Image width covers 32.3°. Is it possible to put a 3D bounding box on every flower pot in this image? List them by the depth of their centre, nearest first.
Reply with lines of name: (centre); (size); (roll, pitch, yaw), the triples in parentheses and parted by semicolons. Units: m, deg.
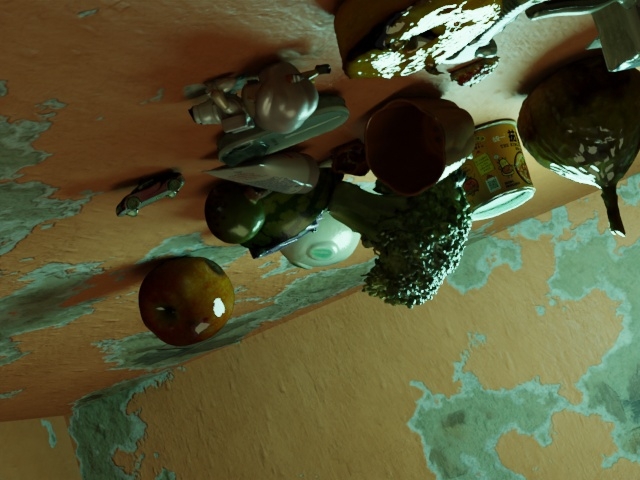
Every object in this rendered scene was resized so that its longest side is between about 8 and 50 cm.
flower pot: (0.204, -0.197, 2.143); (0.191, 0.190, 0.173); (-30, 177, 40)

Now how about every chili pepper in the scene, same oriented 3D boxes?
chili pepper: (0.076, -0.160, 2.333); (0.088, 0.064, 0.169); (-20, 171, 8)

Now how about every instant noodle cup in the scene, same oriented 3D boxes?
instant noodle cup: (0.384, -0.156, 2.545); (0.216, 0.172, 0.216); (-20, 167, -5)

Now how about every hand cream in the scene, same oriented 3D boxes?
hand cream: (-0.104, -0.133, 2.111); (0.133, 0.083, 0.248); (-6, 177, 30)

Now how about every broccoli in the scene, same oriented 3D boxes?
broccoli: (0.181, -0.020, 2.316); (0.338, 0.317, 0.277); (-31, 152, -29)

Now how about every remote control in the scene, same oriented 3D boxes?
remote control: (-0.069, -0.196, 1.968); (0.247, 0.052, 0.104); (-20, 166, 5)

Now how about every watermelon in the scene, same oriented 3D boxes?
watermelon: (-0.094, -0.055, 2.354); (0.303, 0.128, 0.159); (-26, 166, 26)

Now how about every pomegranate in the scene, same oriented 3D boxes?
pomegranate: (-0.168, -0.068, 2.222); (0.129, 0.129, 0.159); (-12, 146, -31)

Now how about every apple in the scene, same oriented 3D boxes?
apple: (-0.321, 0.140, 2.676); (0.230, 0.229, 0.230); (-19, 167, -4)

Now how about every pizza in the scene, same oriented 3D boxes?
pizza: (0.293, -0.308, 2.093); (0.100, 0.029, 0.099); (-20, 168, 3)

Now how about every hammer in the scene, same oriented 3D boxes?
hammer: (0.282, -0.360, 1.834); (0.159, 0.041, 0.226); (-13, 167, -35)

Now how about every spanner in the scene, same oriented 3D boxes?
spanner: (0.453, -0.409, 1.754); (0.325, 0.095, 0.040); (-14, 167, -22)

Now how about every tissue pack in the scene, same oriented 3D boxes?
tissue pack: (0.573, -0.385, 1.908); (0.229, 0.159, 0.145); (-14, 174, -25)

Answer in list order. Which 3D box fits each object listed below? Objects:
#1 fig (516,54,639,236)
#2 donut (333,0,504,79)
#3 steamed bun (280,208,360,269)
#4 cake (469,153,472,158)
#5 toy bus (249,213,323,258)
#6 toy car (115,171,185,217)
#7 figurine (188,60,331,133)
fig: (0.584, -0.188, 2.307); (0.286, 0.368, 0.286); (-21, 178, -1)
donut: (0.139, -0.320, 1.615); (0.254, 0.118, 0.253); (-16, 169, -3)
steamed bun: (0.000, 0.000, 2.727); (0.228, 0.130, 0.177); (-9, 166, -46)
cake: (0.212, -0.181, 2.358); (0.235, 0.099, 0.100); (-29, 163, 39)
toy bus: (-0.089, -0.032, 2.536); (0.108, 0.096, 0.199); (-14, 169, -42)
toy car: (-0.318, -0.088, 2.052); (0.142, 0.055, 0.069); (-27, 178, -17)
figurine: (-0.091, -0.217, 1.739); (0.229, 0.111, 0.137); (-11, 174, 9)
